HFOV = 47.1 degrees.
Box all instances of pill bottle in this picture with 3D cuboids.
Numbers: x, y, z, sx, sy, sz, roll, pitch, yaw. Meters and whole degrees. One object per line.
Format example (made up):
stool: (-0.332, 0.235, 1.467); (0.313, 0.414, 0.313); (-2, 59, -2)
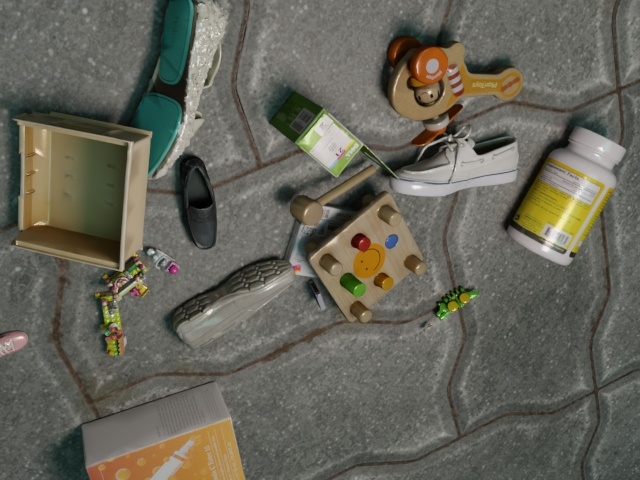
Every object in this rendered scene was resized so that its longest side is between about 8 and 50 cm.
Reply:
pill bottle: (0.646, -0.119, 1.918); (0.188, 0.188, 0.334); (21, 104, -28)

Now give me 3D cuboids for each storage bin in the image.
storage bin: (-0.483, -0.106, 1.462); (0.260, 0.123, 0.262); (12, 111, 6)

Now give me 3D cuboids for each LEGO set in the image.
LEGO set: (-0.438, 0.147, 1.654); (0.132, 0.107, 0.287); (27, 100, -29)

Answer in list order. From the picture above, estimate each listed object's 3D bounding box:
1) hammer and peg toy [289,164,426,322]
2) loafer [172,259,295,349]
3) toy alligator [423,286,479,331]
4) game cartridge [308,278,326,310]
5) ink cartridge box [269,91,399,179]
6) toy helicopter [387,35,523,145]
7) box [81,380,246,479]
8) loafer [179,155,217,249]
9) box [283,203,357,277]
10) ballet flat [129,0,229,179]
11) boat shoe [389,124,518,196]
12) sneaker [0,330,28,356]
hammer and peg toy: (0.097, 0.004, 1.744); (0.266, 0.127, 0.361); (-39, 129, -10)
loafer: (-0.198, 0.153, 1.757); (0.319, 0.112, 0.111); (-28, 125, 1)
toy alligator: (0.348, 0.178, 2.014); (0.190, 0.056, 0.051); (-34, 78, -3)
game cartridge: (-0.008, 0.137, 1.833); (0.017, 0.083, 0.056); (-20, 119, -7)
ink cartridge box: (0.032, -0.202, 1.638); (0.255, 0.189, 0.097); (38, 94, -30)
toy helicopter: (0.320, -0.348, 1.722); (0.355, 0.140, 0.235); (-6, 116, -22)
box: (-0.383, 0.525, 1.807); (0.345, 0.168, 0.215); (-16, 118, -14)
loafer: (-0.271, -0.076, 1.638); (0.076, 0.078, 0.223); (-13, 116, -16)
box: (0.000, 0.000, 1.802); (0.145, 0.038, 0.186); (9, 108, -25)
ballet flat: (-0.280, -0.305, 1.512); (0.147, 0.147, 0.409); (13, 108, -26)
boat shoe: (0.334, -0.207, 1.788); (0.367, 0.136, 0.156); (-9, 116, -21)
sneaker: (-0.711, 0.244, 1.611); (0.134, 0.070, 0.051); (-14, 115, -16)
